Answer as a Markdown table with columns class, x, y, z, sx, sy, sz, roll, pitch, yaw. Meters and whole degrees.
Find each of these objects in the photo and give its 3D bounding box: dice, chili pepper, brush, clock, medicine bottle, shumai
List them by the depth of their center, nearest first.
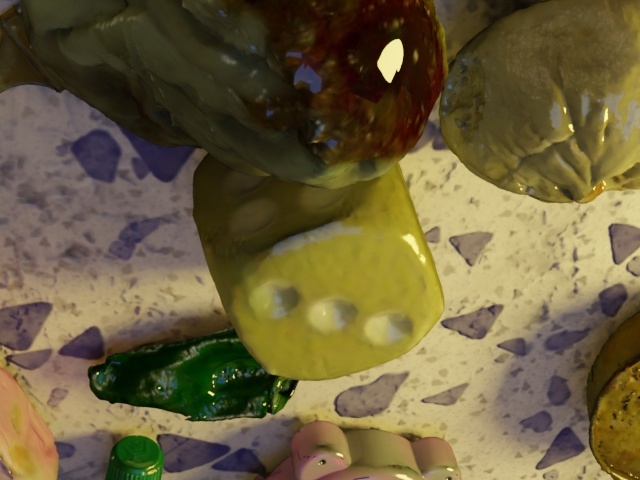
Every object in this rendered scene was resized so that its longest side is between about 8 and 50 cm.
| class | x | y | z | sx | sy | sz | roll | pitch | yaw |
| --- | --- | --- | --- | --- | --- | --- | --- | --- | --- |
| shumai | -0.053 | -0.140 | 0.819 | 0.304 | 0.263 | 0.309 | -26 | 131 | 4 |
| brush | -0.267 | -0.122 | 0.959 | 0.218 | 0.010 | 0.082 | -28 | 130 | 12 |
| dice | 0.000 | 0.000 | 1.011 | 0.166 | 0.169 | 0.169 | -21 | 131 | 6 |
| chili pepper | -0.114 | 0.119 | 1.165 | 0.216 | 0.062 | 0.108 | -6 | 124 | -6 |
| medicine bottle | -0.212 | 0.330 | 1.310 | 0.111 | 0.076 | 0.309 | 0 | 131 | -19 |
| clock | 0.025 | 0.304 | 1.331 | 0.227 | 0.090 | 0.248 | 11 | 125 | -21 |

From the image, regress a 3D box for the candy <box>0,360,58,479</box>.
| class | x | y | z | sx | sy | sz | roll | pitch | yaw |
| --- | --- | --- | --- | --- | --- | --- | --- | --- | --- |
| candy | -0.361 | 0.162 | 1.111 | 0.155 | 0.116 | 0.265 | -19 | 131 | 4 |

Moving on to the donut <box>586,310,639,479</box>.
| class | x | y | z | sx | sy | sz | roll | pitch | yaw |
| --- | --- | --- | --- | --- | --- | --- | --- | --- | --- |
| donut | 0.400 | 0.151 | 1.272 | 0.272 | 0.107 | 0.272 | -3 | 127 | -4 |

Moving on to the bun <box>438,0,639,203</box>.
| class | x | y | z | sx | sy | sz | roll | pitch | yaw |
| --- | --- | --- | --- | --- | --- | --- | --- | --- | --- |
| bun | 0.204 | -0.096 | 0.969 | 0.220 | 0.134 | 0.220 | -10 | 157 | -4 |
